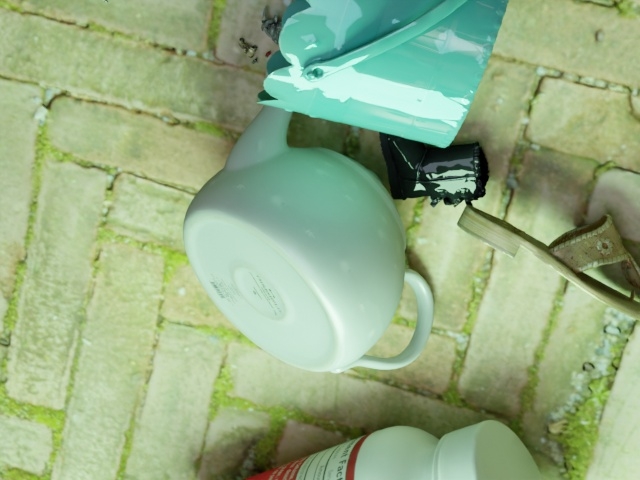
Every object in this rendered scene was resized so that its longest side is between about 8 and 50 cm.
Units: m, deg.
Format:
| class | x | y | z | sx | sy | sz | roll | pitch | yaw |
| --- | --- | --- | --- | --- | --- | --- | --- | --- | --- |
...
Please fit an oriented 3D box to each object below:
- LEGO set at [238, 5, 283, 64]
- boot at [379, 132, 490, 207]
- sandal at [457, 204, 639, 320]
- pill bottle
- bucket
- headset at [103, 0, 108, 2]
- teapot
| class | x | y | z | sx | sy | sz | roll | pitch | yaw |
| --- | --- | --- | --- | --- | --- | --- | --- | --- | --- |
| LEGO set | -0.047 | -0.205 | 1.912 | 0.054 | 0.023 | 0.083 | 39 | 121 | -5 |
| boot | 0.116 | -0.088 | 1.911 | 0.099 | 0.045 | 0.121 | 0 | 124 | 20 |
| sandal | 0.261 | 0.004 | 1.892 | 0.240 | 0.088 | 0.079 | 26 | 99 | -4 |
| pill bottle | 0.037 | 0.338 | 2.051 | 0.408 | 0.229 | 0.229 | -23 | 108 | 26 |
| bucket | 0.068 | -0.226 | 1.724 | 0.183 | 0.281 | 0.281 | 18 | 121 | -4 |
| headset | -0.103 | -0.339 | 1.737 | 0.185 | 0.243 | 0.394 | 17 | 150 | -20 |
| teapot | 0.000 | 0.000 | 1.922 | 0.252 | 0.187 | 0.256 | 36 | 150 | 19 |
